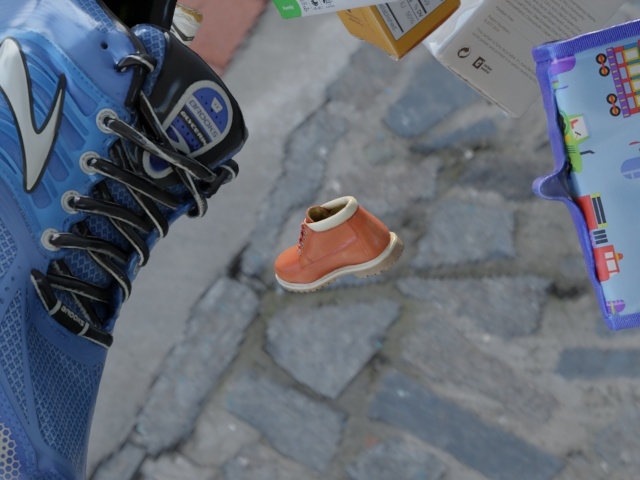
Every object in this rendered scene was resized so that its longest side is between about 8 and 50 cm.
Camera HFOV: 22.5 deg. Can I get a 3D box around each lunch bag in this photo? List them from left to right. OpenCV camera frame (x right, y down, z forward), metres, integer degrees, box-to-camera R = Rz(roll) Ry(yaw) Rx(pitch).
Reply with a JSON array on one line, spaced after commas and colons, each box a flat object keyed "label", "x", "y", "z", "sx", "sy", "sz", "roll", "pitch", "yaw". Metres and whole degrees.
[{"label": "lunch bag", "x": 0.302, "y": -0.068, "z": 1.187, "sx": 0.293, "sy": 0.138, "sz": 0.221, "roll": -15, "pitch": 94, "yaw": 3}]

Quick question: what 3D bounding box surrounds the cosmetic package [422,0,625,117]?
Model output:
[{"label": "cosmetic package", "x": 0.228, "y": -0.329, "z": 1.563, "sx": 0.365, "sy": 0.155, "sz": 0.197, "roll": -46, "pitch": 45, "yaw": 13}]

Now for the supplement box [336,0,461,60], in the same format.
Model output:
[{"label": "supplement box", "x": 0.018, "y": -0.253, "z": 1.236, "sx": 0.080, "sy": 0.233, "sz": 0.078, "roll": -39, "pitch": 37, "yaw": -10}]

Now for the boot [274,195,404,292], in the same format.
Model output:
[{"label": "boot", "x": 0.000, "y": 0.000, "z": 1.587, "sx": 0.158, "sy": 0.084, "sz": 0.059, "roll": -18, "pitch": 36, "yaw": 43}]

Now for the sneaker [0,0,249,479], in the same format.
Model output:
[{"label": "sneaker", "x": -0.113, "y": -0.030, "z": 0.712, "sx": 0.147, "sy": 0.130, "sz": 0.330, "roll": -13, "pitch": 56, "yaw": 15}]

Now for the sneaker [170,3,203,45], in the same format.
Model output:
[{"label": "sneaker", "x": -0.143, "y": -0.196, "z": 1.408, "sx": 0.083, "sy": 0.032, "sz": 0.037, "roll": 29, "pitch": 107, "yaw": 26}]

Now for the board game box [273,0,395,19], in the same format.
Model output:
[{"label": "board game box", "x": 0.017, "y": -0.213, "z": 1.005, "sx": 0.201, "sy": 0.136, "sz": 0.035, "roll": -1, "pitch": 37, "yaw": 50}]
